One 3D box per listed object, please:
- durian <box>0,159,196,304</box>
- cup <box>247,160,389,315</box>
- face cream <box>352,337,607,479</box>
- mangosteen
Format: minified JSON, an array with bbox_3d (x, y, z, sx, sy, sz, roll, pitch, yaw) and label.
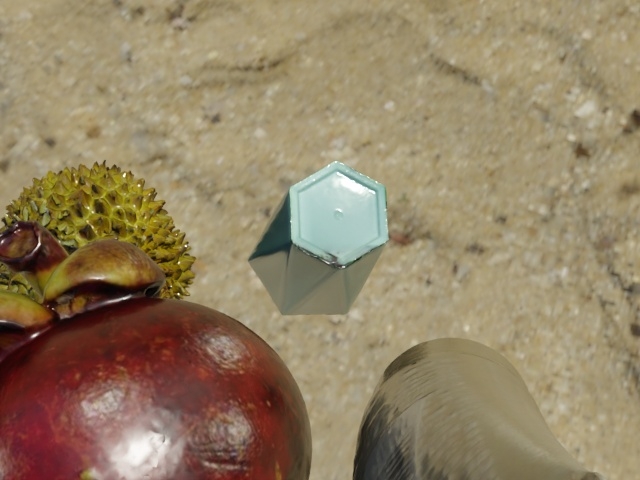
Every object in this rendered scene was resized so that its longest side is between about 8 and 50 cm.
[{"bbox_3d":[-0.287,0.052,1.641,0.258,0.258,0.293,-17,98,30],"label":"durian"},{"bbox_3d":[0.000,0.000,1.409,0.134,0.148,0.235,25,168,0],"label":"cup"},{"bbox_3d":[0.048,0.102,0.497,0.084,0.341,0.137,35,97,2],"label":"face cream"},{"bbox_3d":[-0.128,0.104,0.790,0.215,0.215,0.257,-38,85,37],"label":"mangosteen"}]
